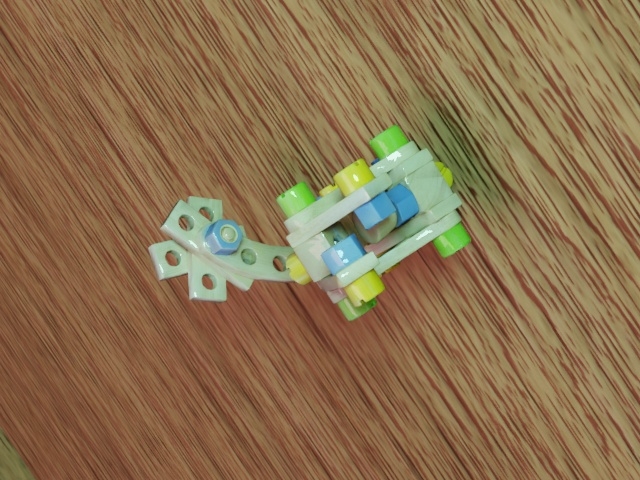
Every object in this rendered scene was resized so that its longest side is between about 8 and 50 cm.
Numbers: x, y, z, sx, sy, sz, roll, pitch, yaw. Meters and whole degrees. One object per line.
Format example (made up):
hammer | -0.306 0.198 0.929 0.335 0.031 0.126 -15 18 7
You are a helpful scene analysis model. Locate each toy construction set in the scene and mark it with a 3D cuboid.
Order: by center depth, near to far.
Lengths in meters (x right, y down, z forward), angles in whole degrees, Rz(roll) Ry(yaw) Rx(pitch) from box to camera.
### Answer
toy construction set | 0.000 0.000 1.204 0.327 0.215 0.151 -9 111 52
